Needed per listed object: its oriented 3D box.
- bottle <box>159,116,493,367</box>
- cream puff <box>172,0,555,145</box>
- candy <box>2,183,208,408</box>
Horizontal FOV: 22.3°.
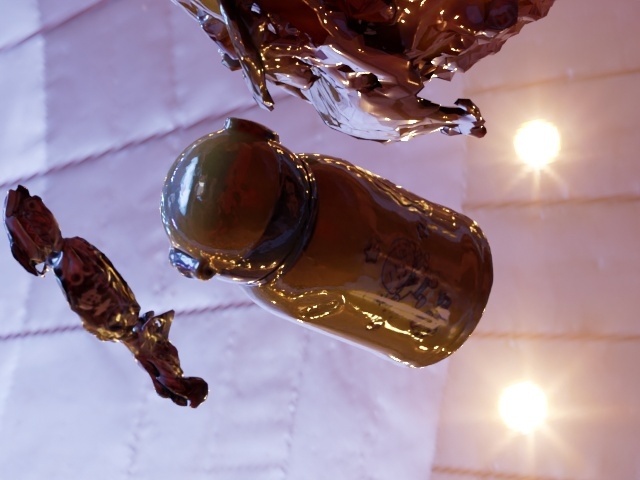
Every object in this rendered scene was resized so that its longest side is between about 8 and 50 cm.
[{"bbox_3d":[0.000,0.000,1.567,0.172,0.351,0.171,-21,-121,38],"label":"bottle"},{"bbox_3d":[-0.020,-0.210,0.513,0.229,0.350,0.350,-43,-122,-1],"label":"cream puff"},{"bbox_3d":[-0.160,0.046,1.210,0.051,0.226,0.094,-39,-145,3],"label":"candy"}]
